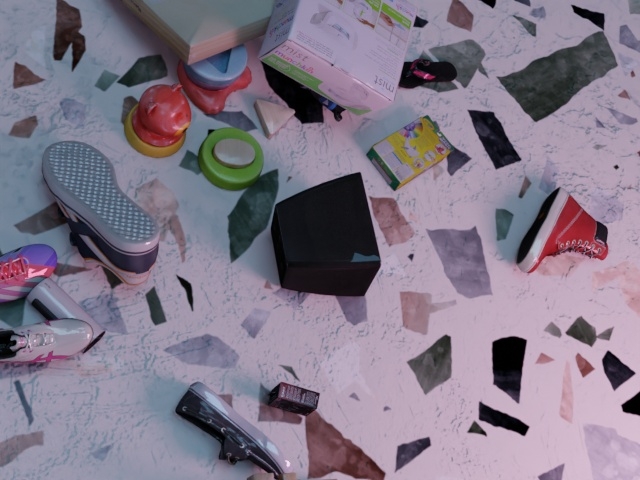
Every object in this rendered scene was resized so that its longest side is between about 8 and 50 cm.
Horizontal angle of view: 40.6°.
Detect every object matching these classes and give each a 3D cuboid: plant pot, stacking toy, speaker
[{"bbox_3d":[0.000,0.000,1.623,0.166,0.187,0.188,-6,69,-11],"label":"plant pot"},{"bbox_3d":[-0.196,-0.267,1.689,0.279,0.130,0.309,32,60,-4],"label":"stacking toy"},{"bbox_3d":[-0.429,0.127,1.464,0.136,0.055,0.055,44,59,1],"label":"speaker"}]

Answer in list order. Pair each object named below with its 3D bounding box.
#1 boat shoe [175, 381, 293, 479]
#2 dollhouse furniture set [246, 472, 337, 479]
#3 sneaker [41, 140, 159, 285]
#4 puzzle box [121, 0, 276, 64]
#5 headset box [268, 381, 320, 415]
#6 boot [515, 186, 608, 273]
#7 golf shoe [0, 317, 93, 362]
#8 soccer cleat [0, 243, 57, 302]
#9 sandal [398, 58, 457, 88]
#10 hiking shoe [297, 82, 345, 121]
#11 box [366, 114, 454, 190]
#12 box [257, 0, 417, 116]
[{"bbox_3d":[-0.151,0.338,1.465,0.228,0.080,0.076,42,65,2],"label":"boat shoe"},{"bbox_3d":[-0.039,0.439,1.411,0.181,0.161,0.101,2,66,-19],"label":"dollhouse furniture set"},{"bbox_3d":[-0.397,-0.046,1.526,0.126,0.128,0.321,-19,50,-33],"label":"sneaker"},{"bbox_3d":[-0.284,-0.535,1.755,0.272,0.052,0.409,-31,66,-33],"label":"puzzle box"},{"bbox_3d":[-0.051,0.281,1.535,0.083,0.062,0.032,18,61,-14],"label":"headset box"},{"bbox_3d":[0.534,0.016,1.870,0.176,0.088,0.244,40,56,-2],"label":"boot"},{"bbox_3d":[-0.461,0.167,1.391,0.186,0.086,0.068,-9,89,-7],"label":"golf shoe"},{"bbox_3d":[-0.548,0.064,1.423,0.248,0.095,0.083,-24,77,-28],"label":"soccer cleat"},{"bbox_3d":[0.237,-0.387,1.961,0.179,0.040,0.067,-12,72,-25],"label":"sandal"},{"bbox_3d":[0.068,-0.393,1.877,0.132,0.113,0.304,48,60,-18],"label":"hiking shoe"},{"bbox_3d":[0.196,-0.192,1.858,0.179,0.043,0.105,-33,81,-27],"label":"box"},{"bbox_3d":[0.040,-0.412,1.716,0.261,0.126,0.231,25,70,-28],"label":"box"}]
